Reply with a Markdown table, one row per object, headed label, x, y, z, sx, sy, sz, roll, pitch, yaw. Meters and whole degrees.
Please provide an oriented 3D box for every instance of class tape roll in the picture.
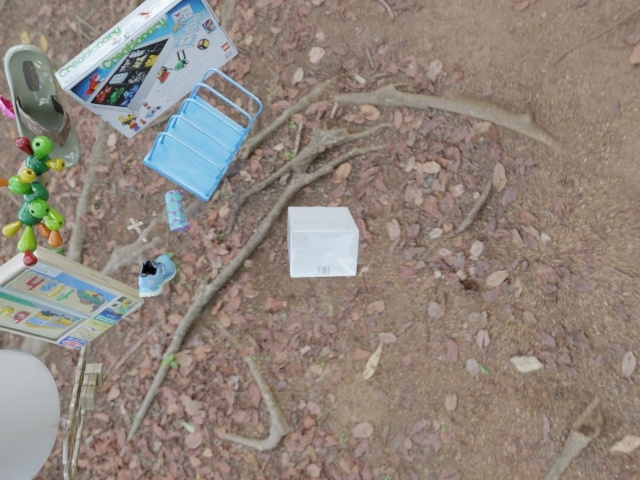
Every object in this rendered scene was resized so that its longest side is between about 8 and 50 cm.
| label | x | y | z | sx | sy | sz | roll | pitch | yaw |
| --- | --- | --- | --- | --- | --- | --- | --- | --- | --- |
| tape roll | -0.572 | 0.293 | 0.694 | 0.245 | 0.169 | 0.246 | -3 | 76 | 11 |

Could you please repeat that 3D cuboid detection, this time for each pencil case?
| label | x | y | z | sx | sy | sz | roll | pitch | yaw |
| --- | --- | --- | --- | --- | --- | --- | --- | --- | --- |
| pencil case | -0.524 | -0.106 | 1.627 | 0.070 | 0.064 | 0.152 | -13 | 78 | -12 |

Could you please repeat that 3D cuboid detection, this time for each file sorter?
| label | x | y | z | sx | sy | sz | roll | pitch | yaw |
| --- | --- | --- | --- | --- | --- | --- | --- | --- | --- |
| file sorter | -0.187 | -0.178 | 0.736 | 0.104 | 0.118 | 0.170 | -33 | 30 | 54 |

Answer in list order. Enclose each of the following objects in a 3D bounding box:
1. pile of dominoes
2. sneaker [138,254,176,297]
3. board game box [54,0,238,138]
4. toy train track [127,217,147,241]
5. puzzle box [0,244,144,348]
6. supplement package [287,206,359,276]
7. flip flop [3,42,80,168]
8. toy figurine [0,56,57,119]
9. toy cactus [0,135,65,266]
| label | x | y | z | sx | sy | sz | roll | pitch | yaw |
| --- | --- | --- | --- | --- | --- | --- | --- | --- | --- |
| pile of dominoes | -0.497 | 0.374 | 0.943 | 0.251 | 0.040 | 0.196 | -110 | 31 | -47 |
| sneaker | -0.403 | 0.072 | 1.099 | 0.063 | 0.162 | 0.073 | -5 | 114 | -1 |
| board game box | -0.331 | -0.354 | 0.890 | 0.305 | 0.193 | 0.053 | -37 | 70 | 2 |
| toy train track | -0.541 | -0.033 | 1.328 | 0.048 | 0.014 | 0.083 | -22 | 119 | 0 |
| puzzle box | -0.750 | 0.179 | 1.278 | 0.272 | 0.409 | 0.052 | -35 | 59 | 3 |
| supplement package | 0.000 | 0.000 | 1.344 | 0.194 | 0.203 | 0.149 | 0 | 113 | -6 |
| flip flop | -0.590 | -0.272 | 0.959 | 0.080 | 0.112 | 0.277 | 39 | 137 | 33 |
| toy figurine | -0.846 | -0.421 | 1.281 | 0.173 | 0.130 | 0.159 | 10 | 81 | 19 |
| toy cactus | -0.493 | -0.084 | 0.752 | 0.180 | 0.112 | 0.219 | 47 | 133 | 44 |
